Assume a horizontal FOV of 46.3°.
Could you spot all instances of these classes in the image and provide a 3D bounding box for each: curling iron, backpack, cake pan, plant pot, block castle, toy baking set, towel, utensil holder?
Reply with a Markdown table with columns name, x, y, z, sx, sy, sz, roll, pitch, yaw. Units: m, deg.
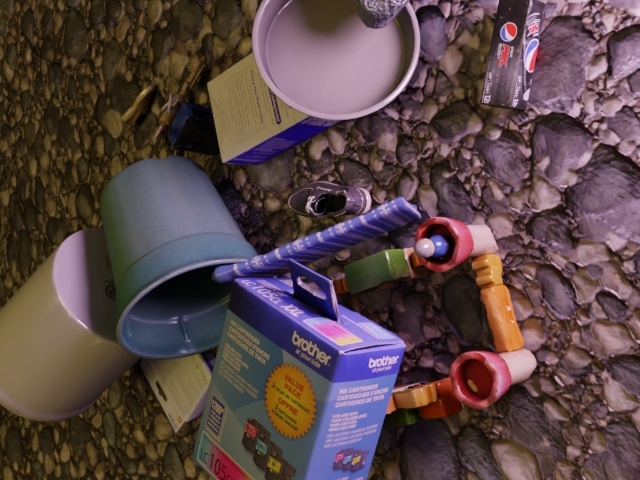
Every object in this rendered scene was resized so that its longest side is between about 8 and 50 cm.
| name | x | y | z | sx | sy | sz | roll | pitch | yaw |
| --- | --- | --- | --- | --- | --- | --- | --- | --- | --- |
| curling iron | -0.368 | -0.160 | 1.822 | 0.068 | 0.035 | 0.274 | 20 | 105 | 45 |
| backpack | -0.262 | -0.251 | 1.660 | 0.098 | 0.120 | 0.101 | -50 | 40 | 36 |
| cake pan | 0.026 | -0.345 | 1.319 | 0.054 | 0.293 | 0.293 | 99 | 158 | -80 |
| plant pot | -0.308 | 0.020 | 1.598 | 0.341 | 0.341 | 0.334 | -49 | 53 | 33 |
| block castle | 0.106 | 0.162 | 1.278 | 0.453 | 0.212 | 0.303 | -22 | 78 | 41 |
| toy baking set | -0.322 | -0.311 | 1.659 | 0.256 | 0.030 | 0.197 | -64 | 10 | -23 |
| towel | 0.000 | 0.000 | 1.268 | 0.335 | 0.243 | 0.040 | -22 | 83 | 12 |
| utensil holder | -0.563 | 0.199 | 1.744 | 0.385 | 0.327 | 0.328 | -38 | 67 | 34 |

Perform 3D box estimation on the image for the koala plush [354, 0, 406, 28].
| name | x | y | z | sx | sy | sz | roll | pitch | yaw |
| --- | --- | --- | --- | --- | --- | --- | --- | --- | --- |
| koala plush | 0.081 | -0.483 | 1.212 | 0.221 | 0.196 | 0.203 | 42 | 111 | -6 |

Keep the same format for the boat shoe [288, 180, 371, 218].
| name | x | y | z | sx | sy | sz | roll | pitch | yaw |
| --- | --- | --- | --- | --- | --- | --- | --- | --- | --- |
| boat shoe | 0.001 | -0.079 | 1.461 | 0.206 | 0.065 | 0.075 | 3 | 95 | 43 |

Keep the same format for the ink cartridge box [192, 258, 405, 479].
| name | x | y | z | sx | sy | sz | roll | pitch | yaw |
| --- | --- | --- | --- | --- | --- | --- | --- | --- | --- |
| ink cartridge box | -0.037 | 0.229 | 1.178 | 0.270 | 0.151 | 0.396 | 27 | 107 | 42 |

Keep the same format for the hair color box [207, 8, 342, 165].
| name | x | y | z | sx | sy | sz | roll | pitch | yaw |
| --- | --- | --- | --- | --- | --- | --- | --- | --- | --- |
| hair color box | -0.072 | -0.292 | 1.491 | 0.338 | 0.110 | 0.185 | -21 | 77 | 43 |

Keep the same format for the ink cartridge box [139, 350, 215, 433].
| name | x | y | z | sx | sy | sz | roll | pitch | yaw |
| --- | --- | --- | --- | --- | --- | --- | --- | --- | --- |
| ink cartridge box | -0.339 | 0.313 | 1.814 | 0.223 | 0.045 | 0.224 | 54 | 126 | 27 |

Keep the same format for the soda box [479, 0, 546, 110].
| name | x | y | z | sx | sy | sz | roll | pitch | yaw |
| --- | --- | --- | --- | --- | --- | --- | --- | --- | --- |
| soda box | 0.302 | -0.293 | 1.176 | 0.060 | 0.053 | 0.169 | 18 | 105 | 40 |

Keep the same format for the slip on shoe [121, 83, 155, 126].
| name | x | y | z | sx | sy | sz | roll | pitch | yaw |
| --- | --- | --- | --- | --- | --- | --- | --- | --- | --- |
| slip on shoe | -0.450 | -0.339 | 1.887 | 0.041 | 0.051 | 0.135 | 41 | 118 | -13 |
